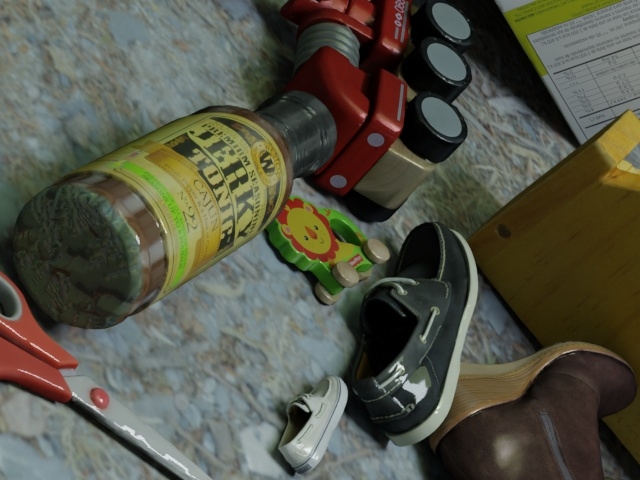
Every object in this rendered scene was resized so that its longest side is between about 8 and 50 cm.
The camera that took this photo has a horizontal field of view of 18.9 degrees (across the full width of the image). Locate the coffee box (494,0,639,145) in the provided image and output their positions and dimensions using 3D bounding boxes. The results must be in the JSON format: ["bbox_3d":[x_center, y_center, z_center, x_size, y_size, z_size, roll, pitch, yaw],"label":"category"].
[{"bbox_3d":[0.352,-0.349,1.990,0.334,0.338,0.337,48,27,-51],"label":"coffee box"}]

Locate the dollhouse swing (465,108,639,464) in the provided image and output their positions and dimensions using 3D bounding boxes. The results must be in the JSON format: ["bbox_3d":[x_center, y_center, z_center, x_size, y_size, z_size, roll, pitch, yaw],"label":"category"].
[{"bbox_3d":[0.369,0.032,1.793,0.347,0.315,0.305,51,53,2],"label":"dollhouse swing"}]

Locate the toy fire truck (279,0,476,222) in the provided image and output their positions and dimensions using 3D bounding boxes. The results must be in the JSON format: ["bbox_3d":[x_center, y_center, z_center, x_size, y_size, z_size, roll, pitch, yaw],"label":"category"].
[{"bbox_3d":[0.011,-0.173,1.661,0.246,0.158,0.217,29,40,-17],"label":"toy fire truck"}]

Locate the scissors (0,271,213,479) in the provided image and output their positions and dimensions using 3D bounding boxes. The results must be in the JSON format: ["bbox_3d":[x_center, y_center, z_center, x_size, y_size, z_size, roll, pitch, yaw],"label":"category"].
[{"bbox_3d":[-0.163,0.090,1.294,0.297,0.021,0.109,29,39,-33],"label":"scissors"}]

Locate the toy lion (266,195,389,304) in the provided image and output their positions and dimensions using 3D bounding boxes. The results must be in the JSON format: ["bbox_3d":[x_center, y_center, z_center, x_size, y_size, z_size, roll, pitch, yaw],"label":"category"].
[{"bbox_3d":[0.000,0.000,1.585,0.096,0.034,0.100,49,32,4],"label":"toy lion"}]

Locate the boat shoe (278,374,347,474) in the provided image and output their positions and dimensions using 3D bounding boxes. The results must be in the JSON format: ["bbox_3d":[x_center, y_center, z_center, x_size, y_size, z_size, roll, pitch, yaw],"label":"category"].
[{"bbox_3d":[-0.009,0.131,1.450,0.035,0.035,0.100,47,40,-19],"label":"boat shoe"}]

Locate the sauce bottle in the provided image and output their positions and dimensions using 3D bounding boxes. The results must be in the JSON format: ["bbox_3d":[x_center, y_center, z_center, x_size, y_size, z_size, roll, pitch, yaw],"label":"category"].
[{"bbox_3d":[-0.092,-0.040,1.423,0.111,0.111,0.344,55,32,-2],"label":"sauce bottle"}]

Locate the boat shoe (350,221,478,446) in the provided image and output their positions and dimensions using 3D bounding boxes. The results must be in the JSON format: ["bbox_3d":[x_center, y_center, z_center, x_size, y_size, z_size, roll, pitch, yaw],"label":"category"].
[{"bbox_3d":[0.074,0.059,1.576,0.079,0.084,0.233,41,38,-23],"label":"boat shoe"}]

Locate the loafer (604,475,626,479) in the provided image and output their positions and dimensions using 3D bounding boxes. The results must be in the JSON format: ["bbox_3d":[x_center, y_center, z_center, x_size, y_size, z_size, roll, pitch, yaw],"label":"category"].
[{"bbox_3d":[0.234,0.280,1.599,0.087,0.094,0.251,26,27,-1],"label":"loafer"}]

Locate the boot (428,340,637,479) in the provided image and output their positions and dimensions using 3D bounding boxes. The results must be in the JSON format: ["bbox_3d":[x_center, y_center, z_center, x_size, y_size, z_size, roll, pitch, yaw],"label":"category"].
[{"bbox_3d":[0.206,0.186,1.598,0.248,0.090,0.207,0,45,-36],"label":"boot"}]
